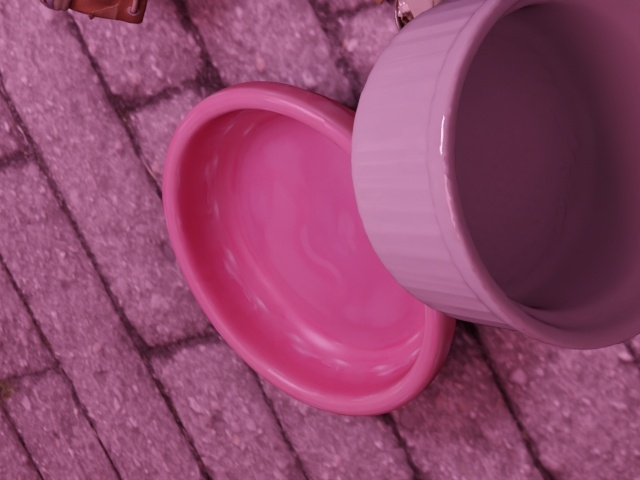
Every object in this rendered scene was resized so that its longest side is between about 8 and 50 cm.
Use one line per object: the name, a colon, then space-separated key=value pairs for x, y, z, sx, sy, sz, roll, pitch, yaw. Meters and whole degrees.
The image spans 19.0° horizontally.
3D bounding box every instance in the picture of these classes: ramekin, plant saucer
ramekin: x=0.155 y=-0.062 z=1.413 sx=0.135 sy=0.277 sz=0.277 roll=2 pitch=118 yaw=53
plant saucer: x=0.000 y=0.000 z=1.752 sx=0.332 sy=0.084 sz=0.332 roll=25 pitch=132 yaw=31

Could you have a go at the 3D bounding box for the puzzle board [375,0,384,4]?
puzzle board: x=0.030 y=-0.272 z=1.591 sx=0.128 sy=0.011 sz=0.096 roll=48 pitch=139 yaw=8

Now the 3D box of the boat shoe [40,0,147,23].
boat shoe: x=-0.145 y=-0.324 z=1.671 sx=0.116 sy=0.123 sz=0.324 roll=22 pitch=130 yaw=-11

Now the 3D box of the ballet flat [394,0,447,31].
ballet flat: x=0.099 y=-0.243 z=1.496 sx=0.072 sy=0.068 sz=0.213 roll=28 pitch=133 yaw=25
